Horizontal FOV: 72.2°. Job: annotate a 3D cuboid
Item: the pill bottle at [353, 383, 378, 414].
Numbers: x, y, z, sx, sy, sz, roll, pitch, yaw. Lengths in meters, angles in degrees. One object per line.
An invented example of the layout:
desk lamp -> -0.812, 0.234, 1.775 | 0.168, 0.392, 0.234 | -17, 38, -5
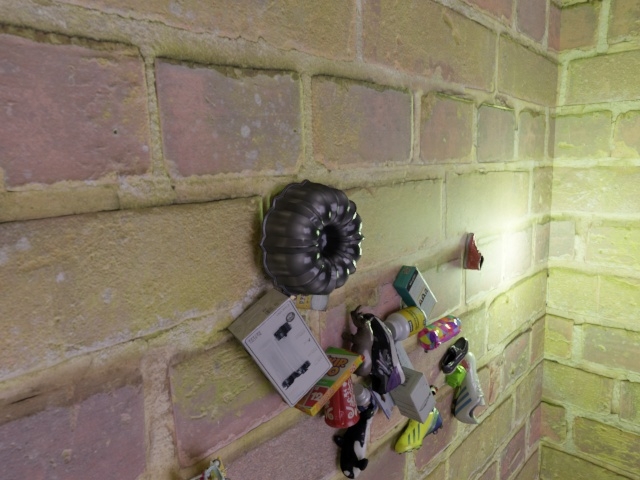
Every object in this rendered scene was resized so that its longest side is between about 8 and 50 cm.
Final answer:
pill bottle -> 0.149, 0.552, 1.520 | 0.067, 0.067, 0.120 | -51, 128, -29

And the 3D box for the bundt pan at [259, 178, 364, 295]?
bundt pan -> 0.000, 0.000, 1.189 | 0.331, 0.124, 0.331 | -7, 101, -44

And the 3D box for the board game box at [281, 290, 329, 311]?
board game box -> -0.026, 0.079, 1.293 | 0.165, 0.042, 0.243 | 17, 83, -46

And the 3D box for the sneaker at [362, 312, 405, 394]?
sneaker -> 0.190, 0.393, 1.497 | 0.124, 0.107, 0.283 | -26, 97, -27

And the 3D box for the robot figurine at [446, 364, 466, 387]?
robot figurine -> 0.630, 0.627, 2.035 | 0.115, 0.067, 0.101 | -40, 132, -36

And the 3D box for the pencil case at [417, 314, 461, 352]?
pencil case -> 0.506, 0.391, 1.853 | 0.236, 0.104, 0.104 | -14, 105, -45

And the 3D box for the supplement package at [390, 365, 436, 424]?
supplement package -> 0.340, 0.571, 1.627 | 0.105, 0.105, 0.179 | -47, 126, -31

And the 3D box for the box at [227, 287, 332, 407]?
box -> -0.102, 0.293, 1.186 | 0.169, 0.087, 0.290 | -42, 124, -21

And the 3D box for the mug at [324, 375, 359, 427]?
mug -> 0.065, 0.487, 1.372 | 0.113, 0.150, 0.169 | -11, 99, -19

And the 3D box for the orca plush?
orca plush -> 0.100, 0.667, 1.449 | 0.102, 0.151, 0.287 | 8, 122, -12

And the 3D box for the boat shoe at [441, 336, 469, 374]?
boat shoe -> 0.614, 0.514, 2.000 | 0.206, 0.075, 0.065 | -48, 130, -25

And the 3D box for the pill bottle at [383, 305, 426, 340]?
pill bottle -> 0.305, 0.311, 1.625 | 0.184, 0.103, 0.103 | -12, 103, -45

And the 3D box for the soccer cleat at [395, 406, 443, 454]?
soccer cleat -> 0.393, 0.775, 1.811 | 0.289, 0.093, 0.121 | -16, 76, -40

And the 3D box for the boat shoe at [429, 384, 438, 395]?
boat shoe -> 0.476, 0.658, 1.896 | 0.137, 0.043, 0.049 | 7, 88, -48

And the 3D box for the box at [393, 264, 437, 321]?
box -> 0.373, 0.210, 1.716 | 0.100, 0.060, 0.244 | -57, 131, -24

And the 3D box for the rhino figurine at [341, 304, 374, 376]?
rhino figurine -> 0.128, 0.330, 1.439 | 0.073, 0.106, 0.243 | -1, 96, -47

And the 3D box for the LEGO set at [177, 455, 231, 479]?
LEGO set -> -0.280, 0.625, 1.055 | 0.107, 0.132, 0.287 | -14, 129, -28

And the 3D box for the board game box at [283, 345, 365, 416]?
board game box -> 0.014, 0.407, 1.317 | 0.259, 0.124, 0.039 | -34, 118, -39

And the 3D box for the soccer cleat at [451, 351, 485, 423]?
soccer cleat -> 0.726, 0.707, 2.092 | 0.116, 0.143, 0.331 | 14, 85, -46

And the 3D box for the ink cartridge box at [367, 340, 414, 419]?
ink cartridge box -> 0.259, 0.514, 1.646 | 0.224, 0.045, 0.223 | -48, 126, -30

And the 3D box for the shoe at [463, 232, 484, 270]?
shoe -> 0.725, 0.053, 2.051 | 0.063, 0.081, 0.178 | 11, 87, -47
